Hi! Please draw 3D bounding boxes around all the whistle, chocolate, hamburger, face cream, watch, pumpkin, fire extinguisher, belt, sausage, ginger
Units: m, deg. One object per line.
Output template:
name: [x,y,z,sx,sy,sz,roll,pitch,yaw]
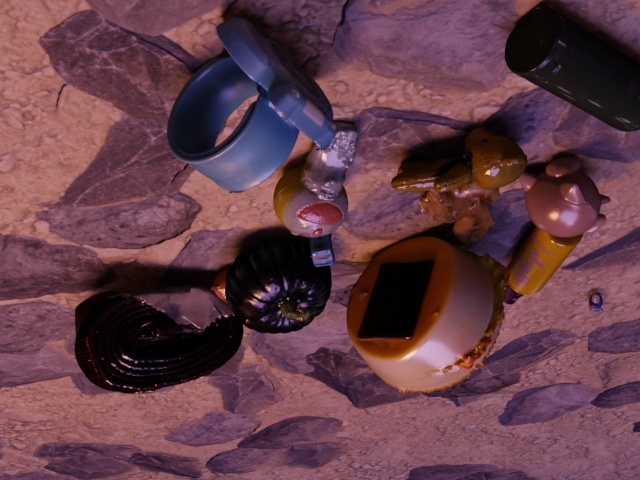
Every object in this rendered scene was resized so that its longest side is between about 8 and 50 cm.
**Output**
whistle: [0.001,-0.084,1.613,0.123,0.122,0.223,8,133,-23]
chocolate: [-0.386,0.157,1.985,0.149,0.080,0.125,5,149,-15]
hamburger: [0.189,0.133,1.858,0.294,0.276,0.179,-8,144,41]
face cream: [0.392,0.043,1.934,0.078,0.078,0.273,1,150,-13]
watch: [-0.100,-0.158,1.375,0.193,0.211,0.211,-38,141,17]
pumpkin: [-0.073,0.080,1.844,0.194,0.150,0.194,7,135,7]
fire extinguisher: [0.390,-0.225,1.453,0.311,0.114,0.095,21,180,-37]
belt: [-0.294,0.178,1.905,0.289,0.184,0.164,-7,173,-27]
whistle: [0.567,0.129,2.164,0.033,0.029,0.083,20,163,21]
sausage: [-0.139,0.096,1.945,0.065,0.065,0.169,-22,147,25]
ginger: [0.229,-0.053,1.760,0.133,0.058,0.214,-13,152,-5]

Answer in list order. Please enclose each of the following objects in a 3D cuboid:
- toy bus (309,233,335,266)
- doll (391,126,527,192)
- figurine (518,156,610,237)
toy bus: [0.000,0.000,1.778,0.038,0.083,0.046,-10,148,3]
doll: [0.210,-0.120,1.611,0.210,0.097,0.137,-7,-171,16]
figurine: [0.395,-0.067,1.711,0.125,0.125,0.138,-23,134,27]
